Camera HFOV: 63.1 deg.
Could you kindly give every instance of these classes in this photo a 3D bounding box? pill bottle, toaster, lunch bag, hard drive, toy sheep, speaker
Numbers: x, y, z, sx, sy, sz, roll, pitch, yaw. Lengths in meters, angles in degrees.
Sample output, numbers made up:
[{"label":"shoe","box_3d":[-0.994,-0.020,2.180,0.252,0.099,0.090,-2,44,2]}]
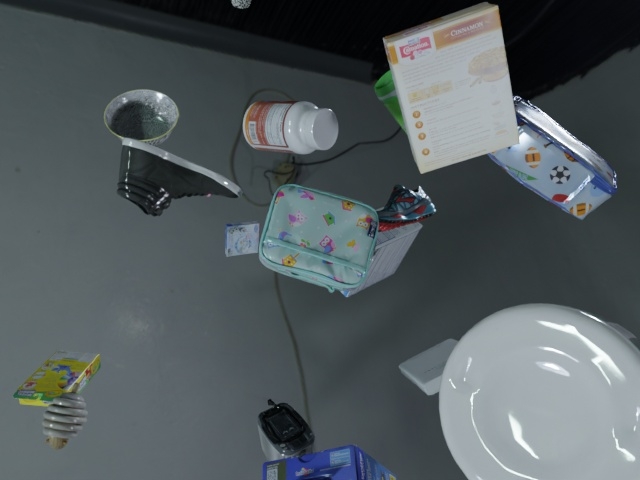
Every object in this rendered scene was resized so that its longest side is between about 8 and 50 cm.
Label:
[{"label":"pill bottle","box_3d":[-0.069,-0.265,1.220,0.121,0.216,0.121,-18,114,-47]},{"label":"pill bottle","box_3d":[0.296,0.184,0.623,0.361,0.204,0.204,16,56,-56]},{"label":"toaster","box_3d":[-0.109,0.602,1.572,0.129,0.227,0.146,-18,122,-31]},{"label":"lunch bag","box_3d":[0.000,0.000,1.249,0.279,0.108,0.224,16,71,-3]},{"label":"hard drive","box_3d":[0.363,0.372,1.569,0.203,0.307,0.040,-26,88,-5]},{"label":"toy sheep","box_3d":[-0.518,0.357,1.062,0.091,0.091,0.132,15,70,-23]},{"label":"speaker","box_3d":[0.297,-0.393,1.621,0.296,0.131,0.131,45,51,-26]},{"label":"lunch bag","box_3d":[0.478,-0.189,1.106,0.303,0.115,0.243,43,35,9]}]

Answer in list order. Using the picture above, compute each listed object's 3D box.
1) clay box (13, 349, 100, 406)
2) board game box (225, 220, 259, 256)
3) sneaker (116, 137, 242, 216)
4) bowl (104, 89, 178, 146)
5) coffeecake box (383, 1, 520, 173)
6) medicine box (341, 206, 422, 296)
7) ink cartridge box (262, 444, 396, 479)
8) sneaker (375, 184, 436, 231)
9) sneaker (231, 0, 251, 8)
[{"label":"clay box","box_3d":[-0.702,0.377,1.399,0.127,0.053,0.222,4,20,2]},{"label":"board game box","box_3d":[-0.212,-0.005,1.410,0.090,0.090,0.020,-6,28,-26]},{"label":"sneaker","box_3d":[-0.327,-0.113,1.192,0.296,0.104,0.147,20,88,-35]},{"label":"bowl","box_3d":[-0.428,-0.280,1.268,0.170,0.080,0.170,3,58,-5]},{"label":"coffeecake box","box_3d":[0.180,-0.205,0.713,0.068,0.142,0.185,-90,162,-62]},{"label":"medicine box","box_3d":[0.188,0.031,1.907,0.289,0.263,0.149,-21,57,-40]},{"label":"ink cartridge box","box_3d":[0.023,0.667,1.374,0.395,0.270,0.151,55,23,-45]},{"label":"sneaker","box_3d":[0.230,-0.103,1.581,0.262,0.104,0.125,-14,80,-39]},{"label":"sneaker","box_3d":[-0.247,-0.752,1.322,0.158,0.182,0.410,-8,62,-17]}]
